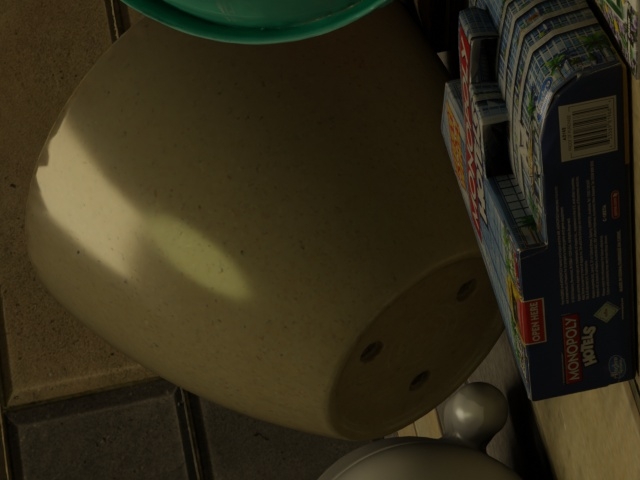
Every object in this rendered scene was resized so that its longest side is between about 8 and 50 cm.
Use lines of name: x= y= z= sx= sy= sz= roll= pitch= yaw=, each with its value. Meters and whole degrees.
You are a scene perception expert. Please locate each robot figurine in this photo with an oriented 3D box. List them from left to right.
robot figurine: x=0.076 y=0.252 z=1.289 sx=0.353 sy=0.200 sz=0.299 roll=109 pitch=178 yaw=-84

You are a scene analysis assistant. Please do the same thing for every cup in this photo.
cup: x=0.000 y=0.000 z=1.176 sx=0.237 sy=0.331 sz=0.331 roll=44 pitch=158 yaw=31

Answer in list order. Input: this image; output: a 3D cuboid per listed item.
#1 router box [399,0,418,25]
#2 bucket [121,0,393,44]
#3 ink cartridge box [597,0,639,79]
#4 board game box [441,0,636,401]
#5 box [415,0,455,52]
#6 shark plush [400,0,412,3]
router box: x=0.047 y=-0.126 z=1.532 sx=0.308 sy=0.081 sz=0.243 roll=-105 pitch=4 yaw=-46
bucket: x=-0.030 y=-0.239 z=0.836 sx=0.183 sy=0.281 sz=0.281 roll=63 pitch=-166 yaw=-78
ink cartridge box: x=0.118 y=-0.123 z=0.656 sx=0.063 sy=0.029 sz=0.115 roll=81 pitch=176 yaw=-46
board game box: x=0.106 y=-0.054 z=0.881 sx=0.194 sy=0.060 sz=0.194 roll=-107 pitch=6 yaw=-53
box: x=0.064 y=-0.263 z=1.230 sx=0.164 sy=0.021 sz=0.201 roll=82 pitch=176 yaw=-60
shark plush: x=0.093 y=-0.191 z=0.960 sx=0.067 sy=0.073 sz=0.161 roll=111 pitch=175 yaw=-47
